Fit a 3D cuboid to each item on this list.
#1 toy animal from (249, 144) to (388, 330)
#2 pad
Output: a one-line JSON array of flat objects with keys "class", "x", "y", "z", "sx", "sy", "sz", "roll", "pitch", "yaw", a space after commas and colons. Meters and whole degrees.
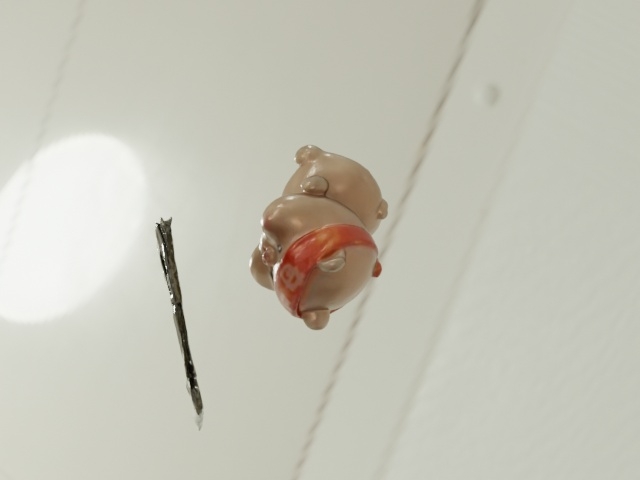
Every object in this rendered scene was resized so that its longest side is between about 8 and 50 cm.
[{"class": "toy animal", "x": 0.000, "y": 0.000, "z": 2.149, "sx": 0.197, "sy": 0.171, "sz": 0.171, "roll": -74, "pitch": -18, "yaw": -44}, {"class": "pad", "x": -0.162, "y": 0.100, "z": 2.080, "sx": 0.022, "sy": 0.233, "sz": 0.174, "roll": -10, "pitch": -10, "yaw": -6}]
